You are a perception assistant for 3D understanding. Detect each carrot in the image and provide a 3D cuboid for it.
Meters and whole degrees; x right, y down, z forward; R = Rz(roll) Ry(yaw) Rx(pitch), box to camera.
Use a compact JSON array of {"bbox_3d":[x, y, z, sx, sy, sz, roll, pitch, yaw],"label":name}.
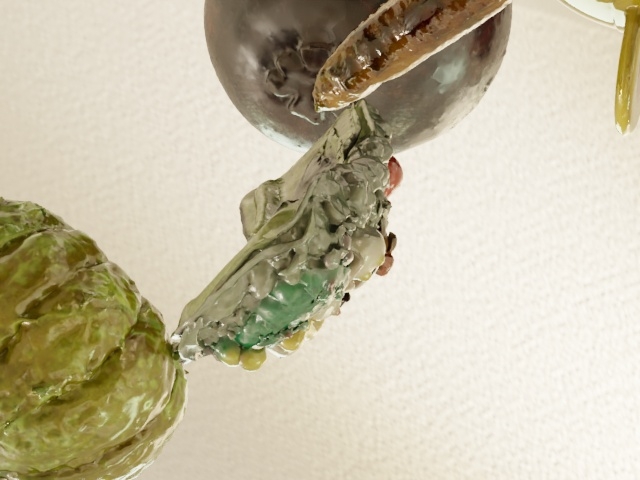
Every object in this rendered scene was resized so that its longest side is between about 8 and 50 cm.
[{"bbox_3d":[0.105,-0.184,1.039,0.314,0.066,0.066,-37,-127,26],"label":"carrot"}]

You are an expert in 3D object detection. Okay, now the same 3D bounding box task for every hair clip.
[{"bbox_3d":[0.001,0.001,0.904,0.138,0.321,0.091,-43,-83,16],"label":"hair clip"}]

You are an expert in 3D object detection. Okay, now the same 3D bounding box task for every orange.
[{"bbox_3d":[-0.266,0.100,1.314,0.301,0.300,0.223,47,-118,-5],"label":"orange"}]

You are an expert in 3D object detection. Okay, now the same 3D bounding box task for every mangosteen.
[{"bbox_3d":[0.043,-0.235,1.500,0.330,0.330,0.330,-9,-120,16],"label":"mangosteen"}]

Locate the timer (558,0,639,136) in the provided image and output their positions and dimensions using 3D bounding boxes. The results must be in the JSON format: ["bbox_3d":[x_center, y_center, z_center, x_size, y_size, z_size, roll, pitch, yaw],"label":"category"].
[{"bbox_3d":[0.328,-0.332,1.422,0.376,0.376,0.387,2,-128,22],"label":"timer"}]
